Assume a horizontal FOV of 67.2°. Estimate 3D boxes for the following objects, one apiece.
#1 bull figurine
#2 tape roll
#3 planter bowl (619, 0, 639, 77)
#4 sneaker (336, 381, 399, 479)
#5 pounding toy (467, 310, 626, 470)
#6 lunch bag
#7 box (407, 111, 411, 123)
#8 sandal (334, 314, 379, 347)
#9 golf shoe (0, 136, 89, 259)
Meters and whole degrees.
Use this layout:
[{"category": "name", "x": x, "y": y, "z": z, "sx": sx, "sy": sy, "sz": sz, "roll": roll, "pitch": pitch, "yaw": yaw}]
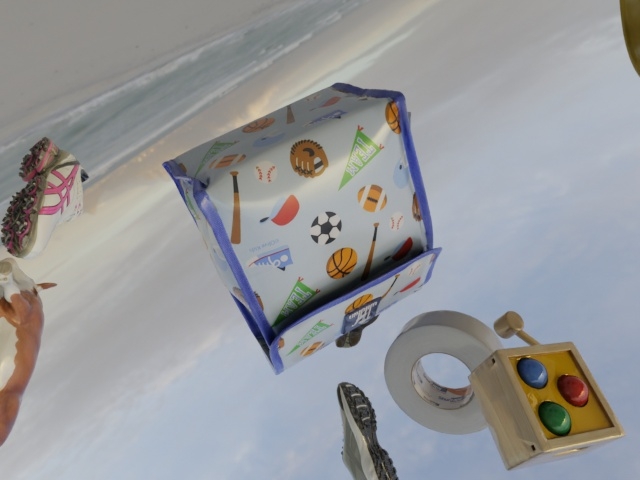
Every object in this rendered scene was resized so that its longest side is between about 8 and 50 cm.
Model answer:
[{"category": "bull figurine", "x": -0.468, "y": 0.142, "z": 0.692, "sx": 0.101, "sy": 0.188, "sz": 0.310, "roll": -3, "pitch": -121, "yaw": -10}, {"category": "tape roll", "x": 0.231, "y": 0.241, "z": 0.886, "sx": 0.219, "sy": 0.219, "sz": 0.072, "roll": -22, "pitch": -174, "yaw": 29}, {"category": "planter bowl", "x": 0.378, "y": -0.272, "z": 0.476, "sx": 0.090, "sy": 0.217, "sz": 0.217, "roll": -6, "pitch": -151, "yaw": 18}, {"category": "sneaker", "x": 0.084, "y": 0.472, "z": 1.143, "sx": 0.108, "sy": 0.100, "sz": 0.271, "roll": -34, "pitch": -120, "yaw": 29}, {"category": "pounding toy", "x": 0.304, "y": 0.176, "z": 0.651, "sx": 0.181, "sy": 0.094, "sz": 0.206, "roll": -1, "pitch": -128, "yaw": -19}, {"category": "lunch bag", "x": 0.000, "y": 0.000, "z": 0.758, "sx": 0.328, "sy": 0.385, "sz": 0.239, "roll": -28, "pitch": -148, "yaw": -15}, {"category": "box", "x": 0.110, "y": -0.209, "z": 1.020, "sx": 0.162, "sy": 0.116, "sz": 0.029, "roll": 4, "pitch": -167, "yaw": 30}, {"category": "sandal", "x": 0.074, "y": 0.168, "z": 1.041, "sx": 0.049, "sy": 0.072, "sz": 0.180, "roll": -98, "pitch": -157, "yaw": -45}, {"category": "golf shoe", "x": -0.332, "y": -0.048, "z": 0.601, "sx": 0.067, "sy": 0.086, "sz": 0.186, "roll": -29, "pitch": -133, "yaw": 20}]
